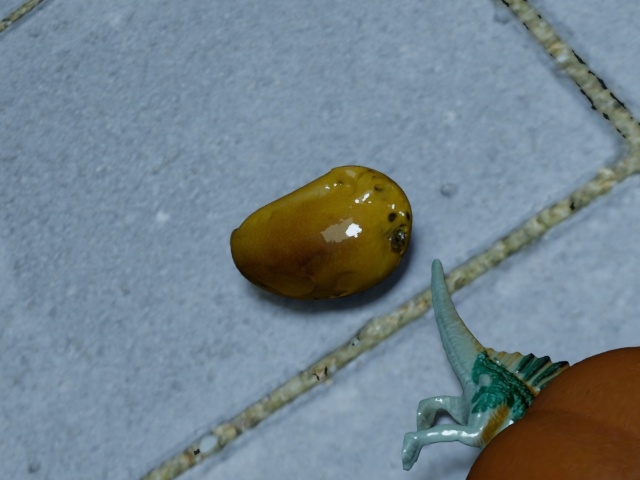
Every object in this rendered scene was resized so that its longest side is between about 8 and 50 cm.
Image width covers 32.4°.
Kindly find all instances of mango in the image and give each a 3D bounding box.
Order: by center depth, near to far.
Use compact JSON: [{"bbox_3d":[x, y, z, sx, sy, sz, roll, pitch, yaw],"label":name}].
[{"bbox_3d":[0.000,0.000,0.678,0.127,0.063,0.077,-15,61,27],"label":"mango"}]

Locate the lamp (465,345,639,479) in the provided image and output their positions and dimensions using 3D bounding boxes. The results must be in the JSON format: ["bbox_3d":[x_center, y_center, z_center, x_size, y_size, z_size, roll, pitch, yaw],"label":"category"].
[{"bbox_3d":[0.154,0.146,0.420,0.223,0.196,0.223,4,70,-11],"label":"lamp"}]

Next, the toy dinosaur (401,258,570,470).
[{"bbox_3d":[0.102,0.090,0.587,0.106,0.044,0.187,1,49,15],"label":"toy dinosaur"}]
